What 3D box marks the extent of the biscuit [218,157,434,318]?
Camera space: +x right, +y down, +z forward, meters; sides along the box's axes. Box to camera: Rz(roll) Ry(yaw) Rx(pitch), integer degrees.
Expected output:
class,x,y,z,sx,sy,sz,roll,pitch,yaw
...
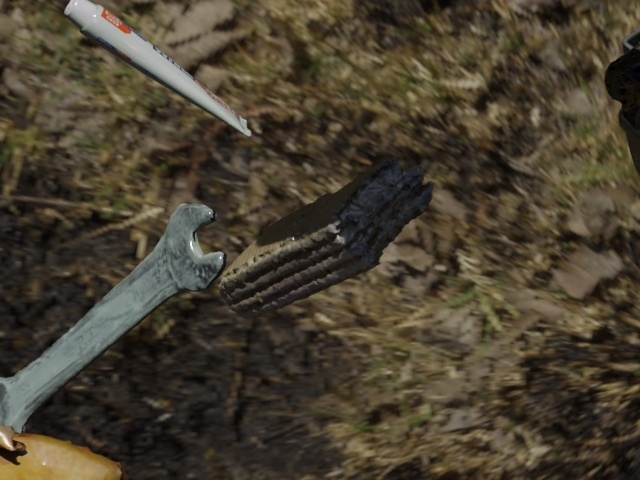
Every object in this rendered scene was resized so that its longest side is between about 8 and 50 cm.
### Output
class,x,y,z,sx,sy,sz,roll,pitch,yaw
biscuit,0.000,0.000,1.459,0.062,0.239,0.108,50,55,-11

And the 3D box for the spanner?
class,x,y,z,sx,sy,sz,roll,pitch,yaw
spanner,-0.175,0.071,1.223,0.302,0.017,0.071,-39,66,30

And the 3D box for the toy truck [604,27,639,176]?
class,x,y,z,sx,sy,sz,roll,pitch,yaw
toy truck,0.390,-0.030,1.169,0.180,0.254,0.405,-35,48,-10

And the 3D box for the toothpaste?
class,x,y,z,sx,sy,sz,roll,pitch,yaw
toothpaste,-0.156,-0.168,1.549,0.218,0.052,0.033,34,103,-24

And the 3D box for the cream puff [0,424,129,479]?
class,x,y,z,sx,sy,sz,roll,pitch,yaw
cream puff,-0.226,0.284,0.943,0.350,0.350,0.229,38,131,14
